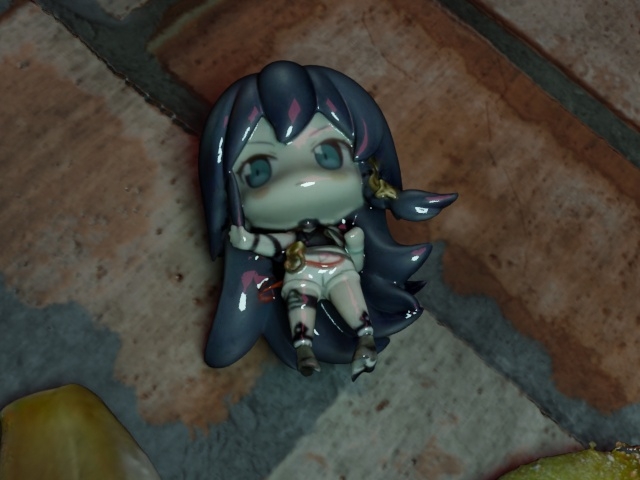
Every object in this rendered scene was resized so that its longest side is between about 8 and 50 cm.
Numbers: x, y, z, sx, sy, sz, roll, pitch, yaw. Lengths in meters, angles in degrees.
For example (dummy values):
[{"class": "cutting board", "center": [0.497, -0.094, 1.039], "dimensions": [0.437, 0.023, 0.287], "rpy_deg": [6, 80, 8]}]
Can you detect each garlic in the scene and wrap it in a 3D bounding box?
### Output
[{"class": "garlic", "center": [-0.151, 0.234, 0.812], "dimensions": [0.143, 0.112, 0.318], "rpy_deg": [-1, 47, -19]}]

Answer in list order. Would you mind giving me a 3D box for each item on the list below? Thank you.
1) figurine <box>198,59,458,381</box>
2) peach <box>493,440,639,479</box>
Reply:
[{"class": "figurine", "center": [-0.011, -0.011, 0.966], "dimensions": [0.175, 0.197, 0.265], "rpy_deg": [5, 76, -20]}, {"class": "peach", "center": [0.183, 0.269, 0.932], "dimensions": [0.189, 0.068, 0.279], "rpy_deg": [37, 53, 14]}]
